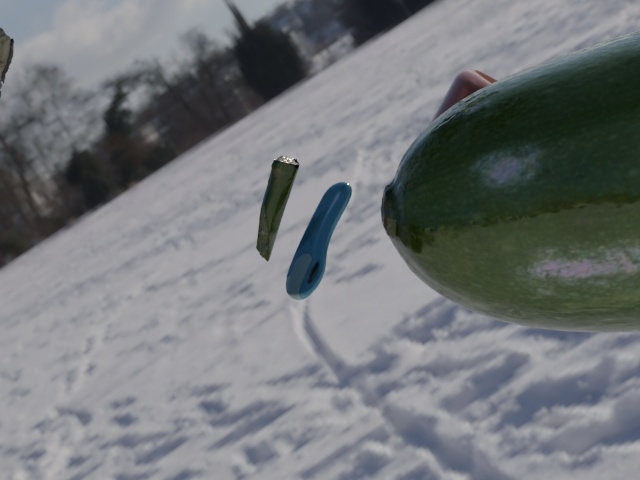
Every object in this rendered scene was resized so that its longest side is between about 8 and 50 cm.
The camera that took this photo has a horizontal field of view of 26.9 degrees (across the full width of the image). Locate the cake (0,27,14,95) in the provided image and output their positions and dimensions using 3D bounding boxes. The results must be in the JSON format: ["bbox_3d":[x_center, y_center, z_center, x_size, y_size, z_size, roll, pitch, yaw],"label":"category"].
[{"bbox_3d":[-0.434,-0.187,1.655,0.117,0.220,0.086,-23,-21,21],"label":"cake"}]

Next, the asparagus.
[{"bbox_3d":[-0.074,-0.048,2.078,0.045,0.041,0.178,-73,0,-66],"label":"asparagus"}]

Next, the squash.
[{"bbox_3d":[0.224,-0.019,1.292,0.309,0.310,0.310,-20,7,7],"label":"squash"}]

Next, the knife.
[{"bbox_3d":[0.000,0.000,2.033,0.064,0.031,0.222,-2,51,35],"label":"knife"}]

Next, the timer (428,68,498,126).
[{"bbox_3d":[0.258,-0.141,2.231,0.250,0.161,0.257,37,102,47],"label":"timer"}]
